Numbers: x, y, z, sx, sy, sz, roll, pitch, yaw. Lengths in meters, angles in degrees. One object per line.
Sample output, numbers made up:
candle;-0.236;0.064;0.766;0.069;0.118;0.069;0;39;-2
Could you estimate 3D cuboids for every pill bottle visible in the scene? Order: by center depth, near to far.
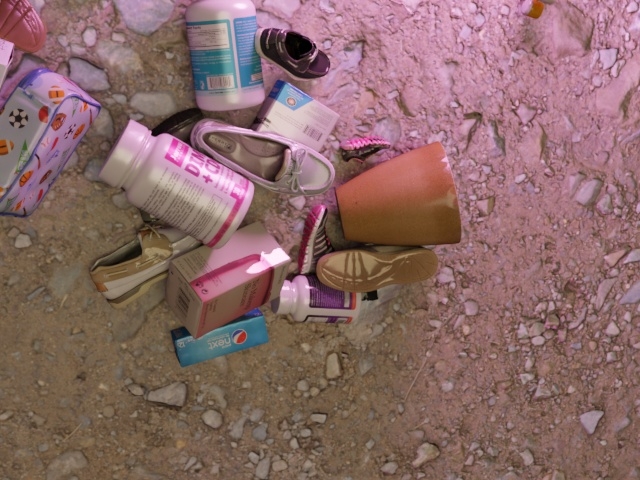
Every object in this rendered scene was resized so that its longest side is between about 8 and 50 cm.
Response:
pill bottle;-0.290;-0.114;1.796;0.283;0.160;0.160;30;93;-17
pill bottle;-0.199;-0.408;1.843;0.146;0.146;0.264;-10;107;-16
pill bottle;-0.012;0.136;2.067;0.193;0.108;0.108;5;102;-20

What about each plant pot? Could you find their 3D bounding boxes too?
plant pot;0.167;-0.085;2.027;0.254;0.237;0.237;-11;108;1

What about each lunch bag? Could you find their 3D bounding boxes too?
lunch bag;-0.564;-0.180;1.740;0.115;0.243;0.303;36;92;1

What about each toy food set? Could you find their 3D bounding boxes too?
toy food set;0.493;-0.634;2.035;0.104;0.111;0.232;13;97;-20

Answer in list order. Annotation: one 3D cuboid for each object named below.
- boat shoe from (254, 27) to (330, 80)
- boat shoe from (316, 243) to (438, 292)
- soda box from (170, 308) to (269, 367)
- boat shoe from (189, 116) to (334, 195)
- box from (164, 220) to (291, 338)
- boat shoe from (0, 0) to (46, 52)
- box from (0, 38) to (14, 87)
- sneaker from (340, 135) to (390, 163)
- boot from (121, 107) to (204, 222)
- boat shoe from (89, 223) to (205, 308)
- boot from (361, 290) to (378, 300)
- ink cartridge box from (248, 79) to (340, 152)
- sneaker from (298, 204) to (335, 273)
boat shoe;-0.041;-0.392;1.886;0.233;0.079;0.084;12;77;-56
boat shoe;0.125;0.054;2.061;0.285;0.092;0.103;-6;106;-10
soda box;-0.230;0.219;2.037;0.210;0.067;0.071;-15;108;-14
boat shoe;-0.115;-0.169;1.863;0.320;0.103;0.118;22;96;-18
box;-0.200;0.084;1.914;0.232;0.127;0.148;-26;153;-31
boat shoe;-0.662;-0.461;1.717;0.285;0.089;0.104;38;64;-25
box;-0.731;-0.279;1.675;0.231;0.127;0.262;20;116;-22
sneaker;0.104;-0.206;2.055;0.119;0.047;0.057;-7;113;-9
boot;-0.318;-0.160;1.912;0.246;0.083;0.161;-37;117;2
boat shoe;-0.355;0.020;1.920;0.302;0.113;0.103;-38;118;-5
boot;0.130;0.094;2.138;0.121;0.045;0.099;0;102;-12
ink cartridge box;-0.077;-0.228;1.962;0.148;0.086;0.203;30;94;-21
sneaker;0.000;0.000;2.062;0.075;0.063;0.170;7;106;-20
